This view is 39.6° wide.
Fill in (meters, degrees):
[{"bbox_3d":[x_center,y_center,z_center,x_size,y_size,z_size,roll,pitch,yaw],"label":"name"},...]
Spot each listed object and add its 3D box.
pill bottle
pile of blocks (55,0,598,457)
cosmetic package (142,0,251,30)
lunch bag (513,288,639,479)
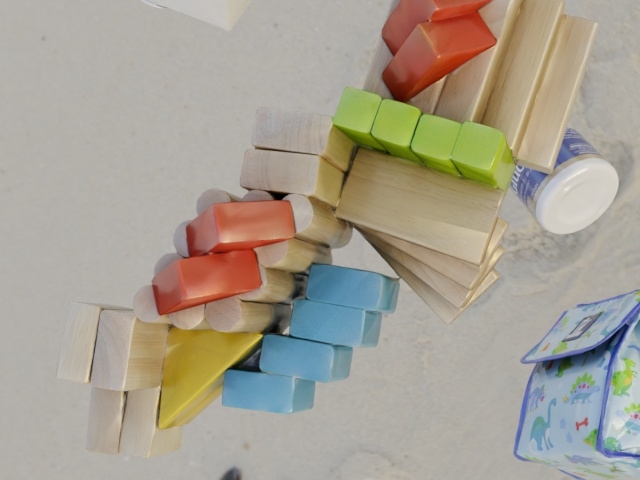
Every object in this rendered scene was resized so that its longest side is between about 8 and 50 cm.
[{"bbox_3d":[0.238,-0.093,0.969,0.094,0.094,0.169,-48,44,18],"label":"pill bottle"},{"bbox_3d":[0.000,0.000,0.462,0.149,0.112,0.362,44,97,16],"label":"pile of blocks"},{"bbox_3d":[-0.139,-0.400,0.831,0.197,0.365,0.155,24,61,9],"label":"cosmetic package"},{"bbox_3d":[0.236,0.118,0.747,0.129,0.096,0.151,-35,35,66],"label":"lunch bag"}]
